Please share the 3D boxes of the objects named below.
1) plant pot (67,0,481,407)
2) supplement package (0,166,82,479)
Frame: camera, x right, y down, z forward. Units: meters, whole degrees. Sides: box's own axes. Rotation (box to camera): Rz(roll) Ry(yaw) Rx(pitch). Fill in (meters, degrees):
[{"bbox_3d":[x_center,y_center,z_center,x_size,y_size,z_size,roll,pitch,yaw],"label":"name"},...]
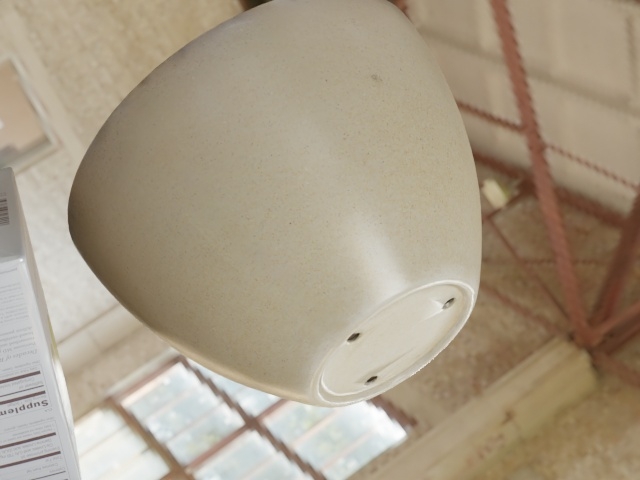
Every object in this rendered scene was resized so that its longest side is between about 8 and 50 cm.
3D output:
[{"bbox_3d":[0.000,0.000,1.008,0.191,0.284,0.284,54,-18,26],"label":"plant pot"},{"bbox_3d":[-0.278,0.089,1.169,0.139,0.134,0.244,-113,-166,-54],"label":"supplement package"}]
